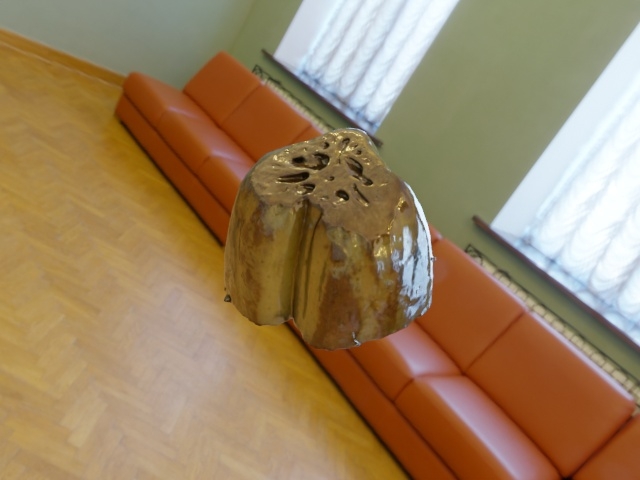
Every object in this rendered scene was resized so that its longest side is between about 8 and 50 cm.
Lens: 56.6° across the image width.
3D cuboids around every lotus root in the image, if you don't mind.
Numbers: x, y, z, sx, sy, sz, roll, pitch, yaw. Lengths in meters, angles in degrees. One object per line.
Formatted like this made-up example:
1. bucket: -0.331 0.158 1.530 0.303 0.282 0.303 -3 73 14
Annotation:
1. lotus root: 0.000 0.000 0.835 0.315 0.250 0.316 -2 39 1
